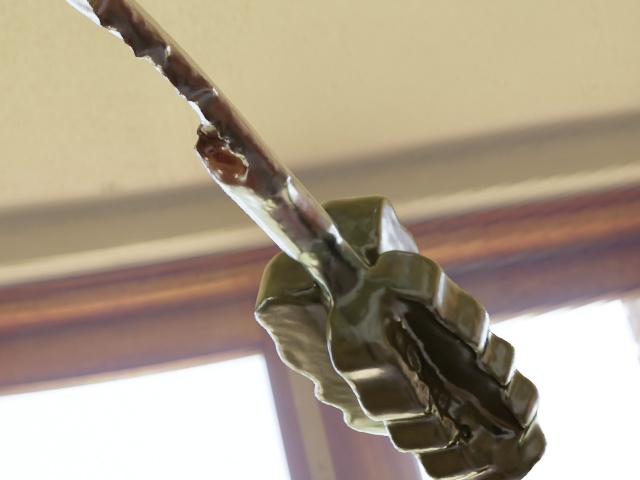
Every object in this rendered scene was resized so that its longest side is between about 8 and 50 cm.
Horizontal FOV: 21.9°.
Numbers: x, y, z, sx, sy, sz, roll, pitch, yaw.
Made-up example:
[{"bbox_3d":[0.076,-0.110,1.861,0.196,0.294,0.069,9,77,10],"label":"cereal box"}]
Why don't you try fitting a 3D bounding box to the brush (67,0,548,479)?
[{"bbox_3d":[0.000,0.000,0.576,0.071,0.084,0.301,-49,-42,-9],"label":"brush"}]
